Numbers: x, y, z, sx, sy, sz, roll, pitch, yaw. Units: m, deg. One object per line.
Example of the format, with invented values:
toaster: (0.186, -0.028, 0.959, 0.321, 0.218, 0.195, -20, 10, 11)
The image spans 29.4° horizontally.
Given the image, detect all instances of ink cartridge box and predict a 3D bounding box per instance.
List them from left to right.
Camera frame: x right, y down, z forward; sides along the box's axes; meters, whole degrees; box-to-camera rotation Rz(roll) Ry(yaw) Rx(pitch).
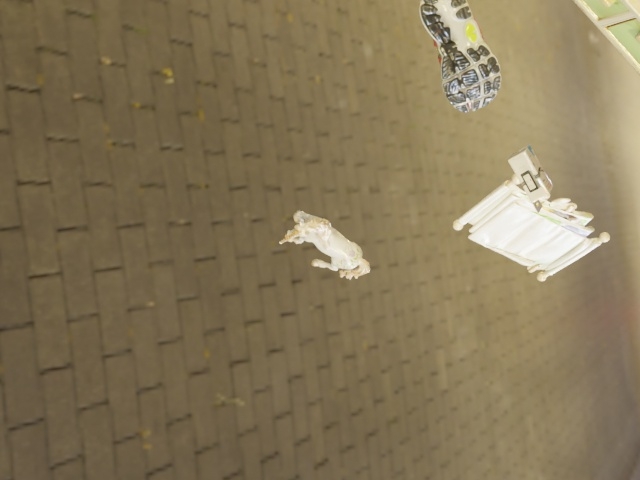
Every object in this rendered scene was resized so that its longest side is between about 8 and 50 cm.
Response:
ink cartridge box: (0.285, -0.082, 1.627, 0.083, 0.028, 0.048, 60, 22, -5)

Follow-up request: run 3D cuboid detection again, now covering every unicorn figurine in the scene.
unicorn figurine: (0.000, 0.000, 1.530, 0.162, 0.111, 0.060, 22, 81, -28)

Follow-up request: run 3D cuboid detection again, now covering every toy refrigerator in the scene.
toy refrigerator: (0.392, -0.264, 1.441, 0.269, 0.094, 0.102, 45, -10, -13)

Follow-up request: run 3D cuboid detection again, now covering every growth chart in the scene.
growth chart: (0.319, -0.017, 1.819, 0.237, 0.172, 0.021, 27, 47, -33)

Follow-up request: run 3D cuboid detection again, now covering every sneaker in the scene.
sneaker: (0.246, -0.357, 2.156, 0.118, 0.107, 0.279, -94, 165, -53)
